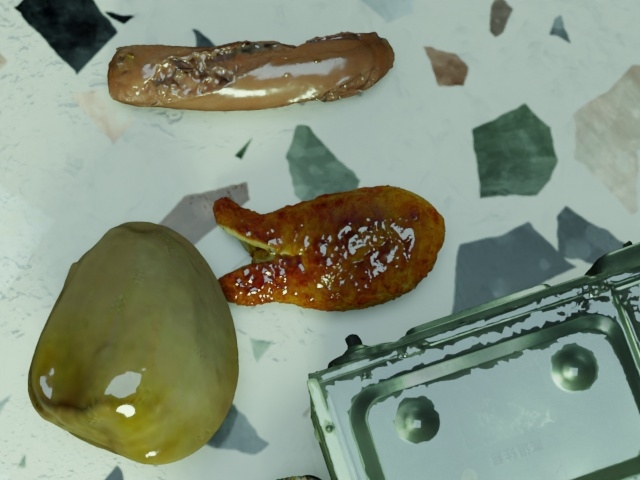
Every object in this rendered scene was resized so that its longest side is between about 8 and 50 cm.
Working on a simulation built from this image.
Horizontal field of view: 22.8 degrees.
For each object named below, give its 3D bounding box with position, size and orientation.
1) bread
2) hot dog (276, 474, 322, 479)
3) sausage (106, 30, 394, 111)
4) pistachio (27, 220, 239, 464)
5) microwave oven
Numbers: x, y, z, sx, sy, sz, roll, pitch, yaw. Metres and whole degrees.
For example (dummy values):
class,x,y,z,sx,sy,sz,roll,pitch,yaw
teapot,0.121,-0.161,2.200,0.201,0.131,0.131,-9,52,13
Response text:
class,x,y,z,sx,sy,sz,roll,pitch,yaw
bread,0.003,0.008,1.745,0.269,0.095,0.139,-1,71,3
hot dog,-0.020,0.341,1.670,0.108,0.059,0.191,-5,88,41
sausage,-0.078,-0.188,1.791,0.327,0.079,0.087,-3,53,-1
pistachio,-0.186,0.106,1.694,0.213,0.163,0.260,21,66,-11
microwave oven,0.200,0.183,1.597,0.394,0.333,0.247,-18,75,-4
